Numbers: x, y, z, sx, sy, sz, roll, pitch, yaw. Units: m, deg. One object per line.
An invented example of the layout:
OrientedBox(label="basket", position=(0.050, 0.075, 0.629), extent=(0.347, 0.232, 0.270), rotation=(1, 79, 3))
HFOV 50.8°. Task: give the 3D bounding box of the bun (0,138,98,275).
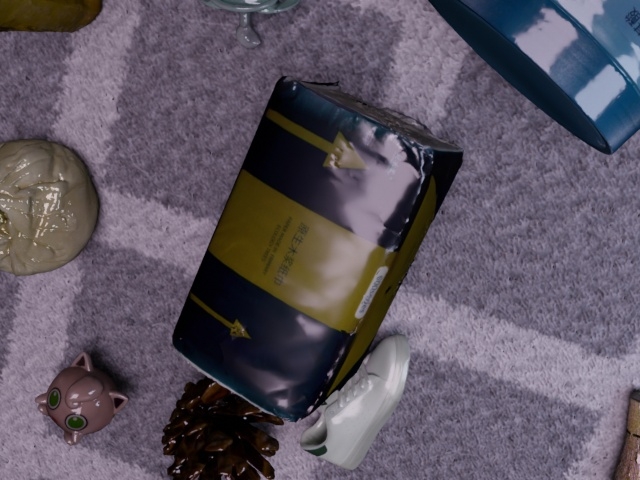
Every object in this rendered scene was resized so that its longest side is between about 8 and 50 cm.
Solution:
OrientedBox(label="bun", position=(-0.481, -0.051, 1.076), extent=(0.229, 0.145, 0.229), rotation=(2, 101, 8))

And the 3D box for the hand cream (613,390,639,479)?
OrientedBox(label="hand cream", position=(0.517, 0.342, 1.089), extent=(0.084, 0.084, 0.203), rotation=(0, 97, 7))

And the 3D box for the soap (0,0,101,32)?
OrientedBox(label="soap", position=(-0.352, -0.421, 0.858), extent=(0.169, 0.339, 0.304), rotation=(37, 107, -5))

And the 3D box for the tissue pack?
OrientedBox(label="tissue pack", position=(0.000, 0.000, 0.955), extent=(0.253, 0.264, 0.417), rotation=(28, 106, 13))

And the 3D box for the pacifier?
OrientedBox(label="pacifier", position=(-0.104, -0.332, 0.978), extent=(0.150, 0.127, 0.117), rotation=(4, 129, -1))

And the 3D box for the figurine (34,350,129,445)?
OrientedBox(label="figurine", position=(-0.412, 0.275, 1.160), extent=(0.138, 0.125, 0.125), rotation=(-43, 96, 14))

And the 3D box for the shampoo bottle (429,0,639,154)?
OrientedBox(label="shampoo bottle", position=(0.347, -0.336, 0.795), extent=(0.331, 0.331, 0.343), rotation=(41, 105, -4))

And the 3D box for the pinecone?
OrientedBox(label="pinecone", position=(-0.155, 0.322, 1.094), extent=(0.202, 0.201, 0.229), rotation=(3, 143, -29))

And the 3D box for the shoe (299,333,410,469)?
OrientedBox(label="shoe", position=(0.053, 0.262, 1.103), extent=(0.110, 0.095, 0.265), rotation=(17, 109, -13))
